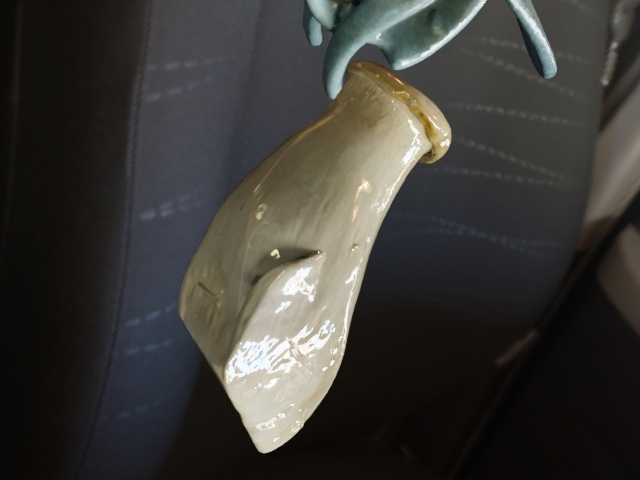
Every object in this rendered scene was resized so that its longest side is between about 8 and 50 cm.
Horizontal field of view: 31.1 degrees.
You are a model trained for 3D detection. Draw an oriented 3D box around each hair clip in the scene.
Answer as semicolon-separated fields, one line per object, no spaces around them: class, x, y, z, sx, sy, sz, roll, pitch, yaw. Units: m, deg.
hair clip;0.069;-0.317;1.038;0.392;0.238;0.318;74;-3;-73

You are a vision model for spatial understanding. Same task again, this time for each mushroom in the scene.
mushroom;-0.010;-0.001;0.701;0.108;0.247;0.096;24;-18;13
